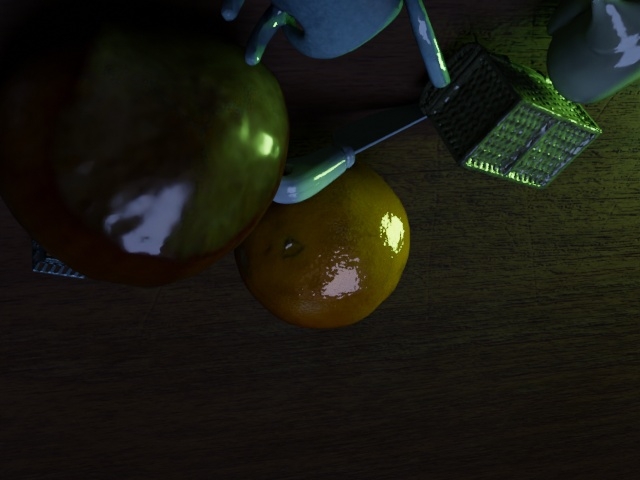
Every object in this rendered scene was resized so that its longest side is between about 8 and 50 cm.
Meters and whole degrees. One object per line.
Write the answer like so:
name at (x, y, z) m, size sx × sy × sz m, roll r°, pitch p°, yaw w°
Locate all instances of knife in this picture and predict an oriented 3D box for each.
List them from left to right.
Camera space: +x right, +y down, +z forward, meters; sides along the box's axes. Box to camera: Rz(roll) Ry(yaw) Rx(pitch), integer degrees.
knife at (0.046, -0.138, 1.382) m, size 0.331 × 0.080 × 0.044 m, roll -33°, pitch 131°, yaw -35°

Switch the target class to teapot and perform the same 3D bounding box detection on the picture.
teapot at (0.437, -0.312, 1.331) m, size 0.318 × 0.149 × 0.220 m, roll -33°, pitch -179°, yaw -20°

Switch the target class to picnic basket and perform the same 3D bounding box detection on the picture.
picnic basket at (0.264, -0.181, 1.407) m, size 0.196 × 0.154 × 0.134 m, roll 11°, pitch 132°, yaw -40°

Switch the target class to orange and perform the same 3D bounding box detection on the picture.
orange at (0.000, 0.000, 1.448) m, size 0.261 × 0.261 × 0.261 m, roll -11°, pitch 142°, yaw -9°

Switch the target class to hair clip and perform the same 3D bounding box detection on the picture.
hair clip at (0.007, -0.333, 0.986) m, size 0.238 × 0.392 × 0.318 m, roll -5°, pitch 139°, yaw 22°

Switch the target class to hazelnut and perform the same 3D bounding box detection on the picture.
hazelnut at (-0.223, -0.101, 1.194) m, size 0.365 × 0.366 × 0.366 m, roll -11°, pitch 142°, yaw -9°

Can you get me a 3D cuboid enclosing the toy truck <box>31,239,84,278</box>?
toy truck at (-0.326, 0.006, 1.465) m, size 0.177 × 0.080 × 0.115 m, roll 10°, pitch 140°, yaw -31°
